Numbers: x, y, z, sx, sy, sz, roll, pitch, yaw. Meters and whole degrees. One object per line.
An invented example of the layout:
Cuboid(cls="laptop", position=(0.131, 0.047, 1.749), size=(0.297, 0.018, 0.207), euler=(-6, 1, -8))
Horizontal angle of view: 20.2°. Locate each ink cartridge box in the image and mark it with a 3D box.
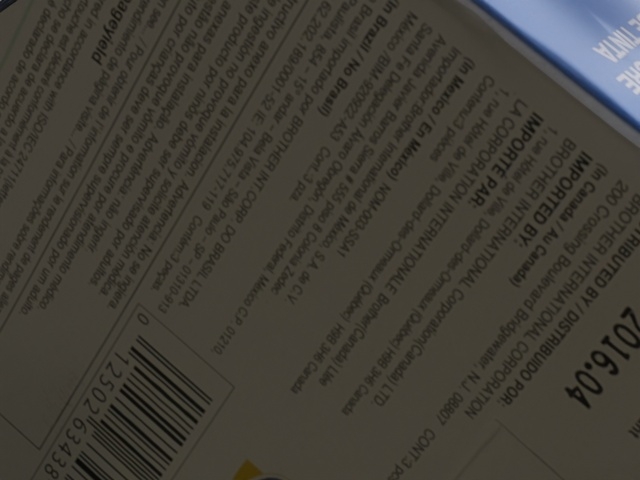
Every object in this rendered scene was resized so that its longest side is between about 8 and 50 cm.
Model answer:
Cuboid(cls="ink cartridge box", position=(0.000, 0.000, 0.599), size=(0.395, 0.151, 0.270), euler=(41, -56, 11))

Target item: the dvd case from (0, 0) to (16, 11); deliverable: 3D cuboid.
Cuboid(cls="dvd case", position=(-0.169, -0.056, 0.256), size=(0.179, 0.239, 0.029), euler=(53, -31, -9))
